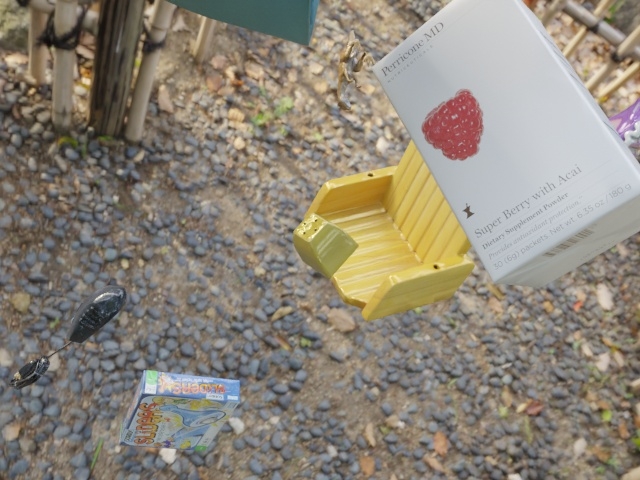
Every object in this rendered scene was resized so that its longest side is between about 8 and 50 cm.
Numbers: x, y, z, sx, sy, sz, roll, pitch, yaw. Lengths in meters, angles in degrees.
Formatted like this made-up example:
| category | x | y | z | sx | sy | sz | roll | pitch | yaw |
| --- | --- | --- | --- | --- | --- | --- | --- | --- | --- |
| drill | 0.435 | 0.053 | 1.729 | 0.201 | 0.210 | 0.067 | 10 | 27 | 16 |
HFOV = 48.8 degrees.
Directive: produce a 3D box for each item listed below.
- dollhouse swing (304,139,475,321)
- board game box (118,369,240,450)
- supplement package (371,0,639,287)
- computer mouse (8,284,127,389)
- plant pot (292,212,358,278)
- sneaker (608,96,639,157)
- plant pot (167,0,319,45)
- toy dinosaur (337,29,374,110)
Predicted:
| category | x | y | z | sx | sy | sz | roll | pitch | yaw |
| --- | --- | --- | --- | --- | --- | --- | --- | --- | --- |
| dollhouse swing | 0.169 | -0.071 | 1.576 | 0.315 | 0.305 | 0.347 | -13 | 50 | -20 |
| board game box | -0.211 | 0.254 | 1.034 | 0.136 | 0.201 | 0.035 | 10 | 52 | -19 |
| supplement package | 0.222 | -0.116 | 0.796 | 0.175 | 0.177 | 0.293 | 9 | 50 | -56 |
| computer mouse | -0.378 | 0.140 | 1.036 | 0.041 | 0.242 | 0.071 | 47 | 10 | -23 |
| plant pot | 0.000 | 0.000 | 1.225 | 0.081 | 0.083 | 0.081 | -48 | 46 | -10 |
| sneaker | 0.381 | -0.128 | 1.007 | 0.095 | 0.236 | 0.104 | 5 | 41 | -55 |
| plant pot | -0.108 | -0.322 | 0.691 | 0.234 | 0.166 | 0.165 | 11 | 80 | 0 |
| toy dinosaur | 0.058 | -0.372 | 1.434 | 0.064 | 0.112 | 0.211 | 19 | 72 | -25 |
